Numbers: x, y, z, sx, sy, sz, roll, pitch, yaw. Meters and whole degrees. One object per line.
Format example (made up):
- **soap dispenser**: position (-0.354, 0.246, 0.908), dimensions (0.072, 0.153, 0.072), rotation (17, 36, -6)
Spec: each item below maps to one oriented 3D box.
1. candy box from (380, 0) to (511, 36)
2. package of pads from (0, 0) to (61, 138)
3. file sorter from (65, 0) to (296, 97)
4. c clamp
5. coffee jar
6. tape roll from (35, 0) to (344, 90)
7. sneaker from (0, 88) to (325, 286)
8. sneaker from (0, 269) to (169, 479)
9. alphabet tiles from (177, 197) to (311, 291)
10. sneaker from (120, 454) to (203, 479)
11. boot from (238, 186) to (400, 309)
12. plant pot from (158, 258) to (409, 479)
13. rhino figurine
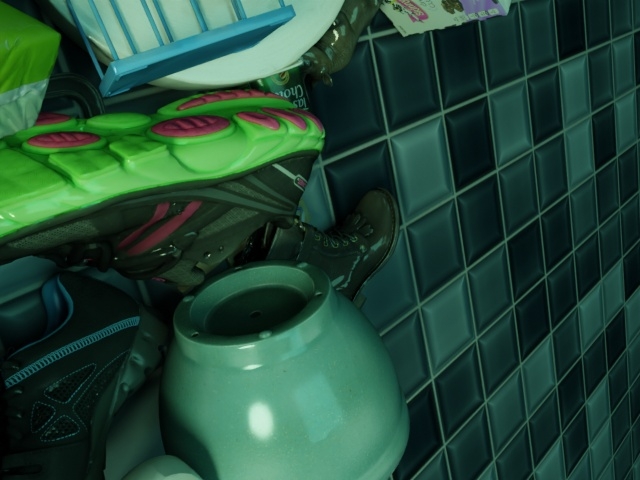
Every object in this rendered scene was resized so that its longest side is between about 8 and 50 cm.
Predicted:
- **candy box**: position (0.171, -0.405, 0.882), dimensions (0.165, 0.196, 0.070), rotation (31, 73, -41)
- **package of pads**: position (-0.346, -0.120, 0.343), dimensions (0.101, 0.229, 0.296), rotation (-61, -177, 27)
- **file sorter**: position (-0.135, -0.216, 0.529), dimensions (0.170, 0.118, 0.104), rotation (-27, 104, -21)
- **c clamp**: position (-0.286, -0.111, 0.612), dimensions (0.137, 0.022, 0.160), rotation (-34, 116, -41)
- **coffee jar**: position (-0.062, -0.187, 0.759), dimensions (0.096, 0.079, 0.184), rotation (-30, 109, -31)
- **tape roll**: position (-0.137, -0.358, 0.613), dimensions (0.393, 0.072, 0.391), rotation (-4, 99, -27)
- **sneaker**: position (-0.192, -0.023, 0.573), dimensions (0.483, 0.185, 0.202), rotation (-16, 126, -34)
- **sneaker**: position (-0.272, 0.182, 0.555), dimensions (0.140, 0.125, 0.340), rotation (42, 37, -29)
- **alphabet tiles**: position (-0.125, -0.046, 0.779), dimensions (0.237, 0.009, 0.198), rotation (-41, 122, -32)
- **sneaker**: position (-0.206, 0.336, 0.600), dimensions (0.135, 0.150, 0.365), rotation (-20, 133, -45)
- **boot**: position (0.000, 0.000, 0.840), dimensions (0.229, 0.091, 0.262), rotation (34, 74, -44)
- **plant pot**: position (-0.056, 0.144, 0.656), dimensions (0.293, 0.293, 0.196), rotation (-33, 123, -36)
- **rhino figurine**: position (0.016, -0.308, 0.834), dimensions (0.106, 0.073, 0.243), rotation (40, 70, -36)
